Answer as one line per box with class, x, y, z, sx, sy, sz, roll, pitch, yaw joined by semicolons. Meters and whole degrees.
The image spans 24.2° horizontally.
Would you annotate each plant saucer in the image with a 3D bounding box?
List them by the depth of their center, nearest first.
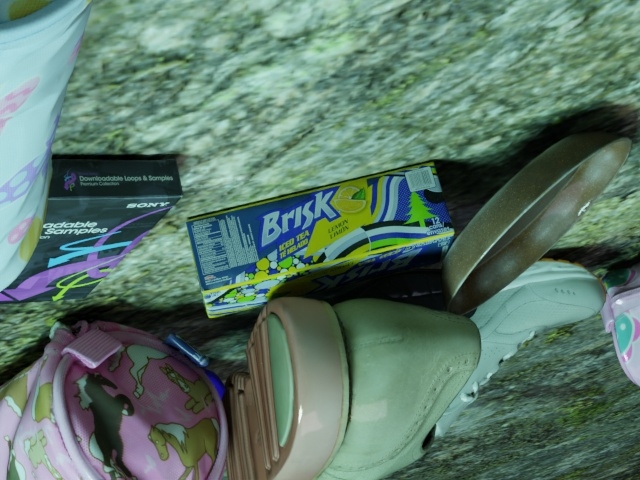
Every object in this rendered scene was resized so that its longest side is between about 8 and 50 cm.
plant saucer;0.138;-0.016;0.997;0.168;0.029;0.168;-38;163;-14

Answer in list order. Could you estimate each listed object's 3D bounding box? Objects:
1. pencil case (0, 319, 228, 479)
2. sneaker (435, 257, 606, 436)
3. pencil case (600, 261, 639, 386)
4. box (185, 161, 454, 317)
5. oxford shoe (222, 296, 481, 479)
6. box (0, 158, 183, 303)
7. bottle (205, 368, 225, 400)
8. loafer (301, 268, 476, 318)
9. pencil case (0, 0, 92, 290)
pencil case;-0.236;0.194;1.178;0.160;0.167;0.386;25;142;-30
sneaker;0.117;0.098;1.244;0.262;0.121;0.099;-14;162;-1
pencil case;0.381;0.031;1.264;0.284;0.124;0.124;-25;159;26
box;0.000;0.000;0.982;0.169;0.054;0.059;-13;161;-4
oxford shoe;0.011;0.147;1.093;0.146;0.140;0.397;-5;162;-13
box;-0.166;-0.003;0.888;0.116;0.029;0.162;-3;156;-32
bottle;-0.197;0.198;1.332;0.118;0.092;0.283;-3;158;-46
loafer;0.038;0.051;1.169;0.170;0.062;0.061;-8;-168;-5
pencil case;-0.153;-0.063;0.599;0.124;0.113;0.273;-16;163;-21
